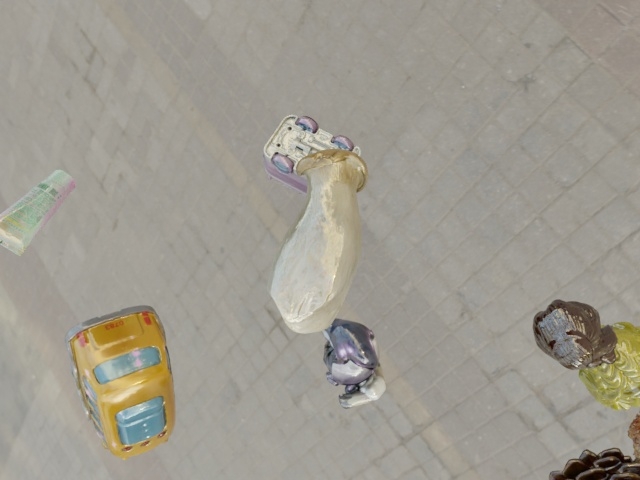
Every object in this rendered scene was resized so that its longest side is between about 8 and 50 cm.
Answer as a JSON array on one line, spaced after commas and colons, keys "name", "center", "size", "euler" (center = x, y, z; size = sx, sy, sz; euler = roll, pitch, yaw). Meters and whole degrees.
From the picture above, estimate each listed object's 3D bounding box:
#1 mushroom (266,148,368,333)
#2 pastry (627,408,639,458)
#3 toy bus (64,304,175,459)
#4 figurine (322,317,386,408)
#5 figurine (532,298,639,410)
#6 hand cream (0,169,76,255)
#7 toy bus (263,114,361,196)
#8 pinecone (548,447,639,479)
[{"name": "mushroom", "center": [-0.001, 0.000, 0.642], "size": [0.096, 0.088, 0.213], "euler": [11, 85, 0]}, {"name": "pastry", "center": [0.480, 0.286, 0.792], "size": [0.087, 0.169, 0.063], "euler": [16, 100, 33]}, {"name": "toy bus", "center": [-0.265, 0.205, 0.779], "size": [0.136, 0.126, 0.210], "euler": [51, 145, 37]}, {"name": "figurine", "center": [0.074, 0.265, 1.230], "size": [0.145, 0.145, 0.222], "euler": [3, 130, 40]}, {"name": "figurine", "center": [0.506, 0.192, 1.042], "size": [0.187, 0.315, 0.168], "euler": [-23, 49, 45]}, {"name": "hand cream", "center": [-0.501, -0.055, 0.981], "size": [0.076, 0.174, 0.047], "euler": [34, 138, -10]}, {"name": "toy bus", "center": [-0.021, -0.176, 1.278], "size": [0.202, 0.142, 0.142], "euler": [29, 164, 9]}, {"name": "pinecone", "center": [0.341, 0.339, 0.632], "size": [0.162, 0.165, 0.163], "euler": [0, 116, 0]}]
